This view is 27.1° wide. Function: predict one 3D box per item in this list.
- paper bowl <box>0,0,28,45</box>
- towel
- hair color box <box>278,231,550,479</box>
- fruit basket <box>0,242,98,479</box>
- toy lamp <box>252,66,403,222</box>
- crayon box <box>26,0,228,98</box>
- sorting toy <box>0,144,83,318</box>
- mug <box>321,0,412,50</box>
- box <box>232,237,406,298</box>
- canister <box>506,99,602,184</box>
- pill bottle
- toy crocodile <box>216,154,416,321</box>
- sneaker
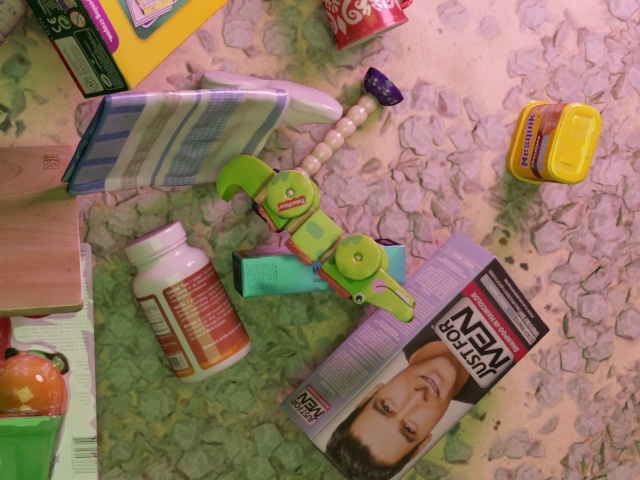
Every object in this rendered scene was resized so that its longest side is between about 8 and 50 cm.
[{"bbox_3d":[-0.506,-0.377,1.730,0.284,0.284,0.148,37,88,-12],"label":"paper bowl"},{"bbox_3d":[-0.195,-0.135,1.824,0.285,0.209,0.034,-6,60,-34],"label":"towel"},{"bbox_3d":[0.141,0.188,1.968,0.374,0.113,0.185,-44,124,-5],"label":"hair color box"},{"bbox_3d":[-0.482,0.183,1.873,0.327,0.165,0.353,-2,80,-12],"label":"fruit basket"},{"bbox_3d":[0.008,-0.133,1.962,0.080,0.080,0.274,44,86,-12],"label":"toy lamp"},{"bbox_3d":[-0.277,-0.424,1.743,0.313,0.106,0.363,-52,125,-39],"label":"crayon box"},{"bbox_3d":[-0.461,0.004,1.819,0.257,0.089,0.255,-3,60,-11],"label":"sorting toy"},{"bbox_3d":[0.051,-0.380,1.952,0.113,0.150,0.169,-22,96,28],"label":"mug"},{"bbox_3d":[-0.003,0.040,1.963,0.244,0.100,0.060,-4,97,-11],"label":"box"},{"bbox_3d":[0.348,-0.145,1.982,0.073,0.170,0.126,16,91,-13],"label":"canister"},{"bbox_3d":[-0.196,0.087,1.916,0.121,0.121,0.216,-27,100,-8],"label":"pill bottle"},{"bbox_3d":[0.000,0.000,1.857,0.340,0.115,0.105,43,92,5],"label":"toy crocodile"},{"bbox_3d":[-0.074,-0.184,1.939,0.212,0.080,0.094,12,109,7],"label":"sneaker"}]
